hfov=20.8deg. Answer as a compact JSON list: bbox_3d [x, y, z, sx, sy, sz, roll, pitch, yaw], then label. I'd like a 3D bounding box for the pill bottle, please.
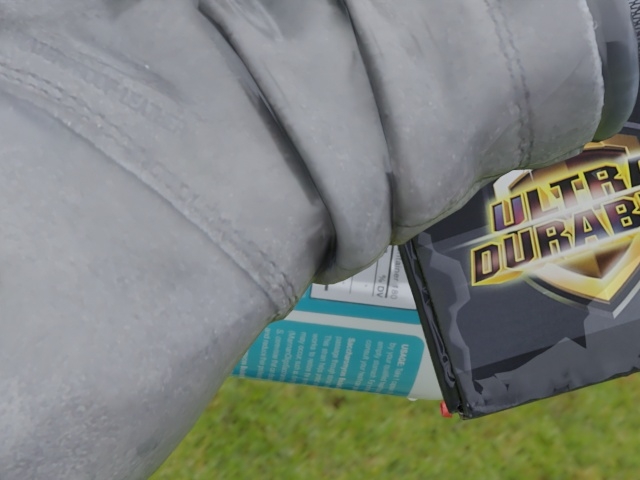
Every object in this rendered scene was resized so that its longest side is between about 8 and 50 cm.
[{"bbox_3d":[0.000,0.000,0.856,0.264,0.146,0.146,8,53,-4],"label":"pill bottle"}]

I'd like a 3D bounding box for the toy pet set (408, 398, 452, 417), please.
[{"bbox_3d":[0.069,0.070,1.364,0.065,0.122,0.114,-6,59,-9],"label":"toy pet set"}]

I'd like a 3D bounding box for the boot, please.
[{"bbox_3d":[-0.110,-0.083,0.408,0.223,0.118,0.338,-40,75,-20],"label":"boot"}]

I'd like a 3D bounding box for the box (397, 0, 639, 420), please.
[{"bbox_3d":[0.149,-0.112,0.657,0.073,0.295,0.293,-5,78,-71],"label":"box"}]
